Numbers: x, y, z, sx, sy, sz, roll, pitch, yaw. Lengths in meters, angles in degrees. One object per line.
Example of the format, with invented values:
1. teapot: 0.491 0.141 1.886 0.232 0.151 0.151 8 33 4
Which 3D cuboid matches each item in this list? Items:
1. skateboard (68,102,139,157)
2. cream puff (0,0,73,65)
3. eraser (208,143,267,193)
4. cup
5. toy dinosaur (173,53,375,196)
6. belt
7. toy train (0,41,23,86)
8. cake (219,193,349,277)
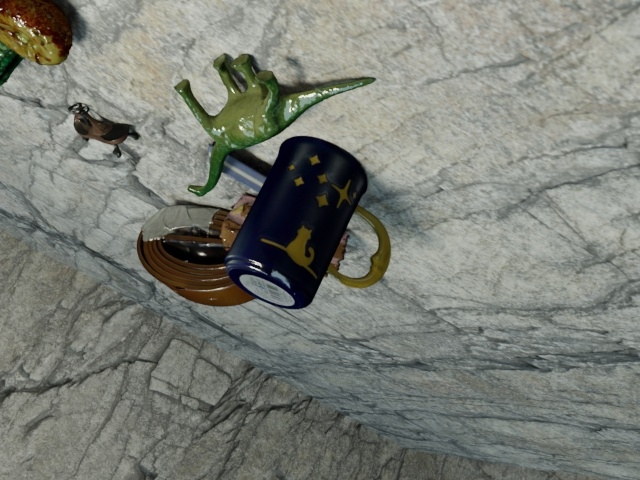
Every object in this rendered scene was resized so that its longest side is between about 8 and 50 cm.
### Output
1. skateboard: -0.461 -0.236 1.336 0.151 0.067 0.080 20 148 21
2. cream puff: -0.470 -0.354 1.049 0.149 0.084 0.149 24 161 8
3. eraser: -0.125 -0.115 1.246 0.225 0.036 0.082 30 -179 -12
4. cup: -0.005 -0.011 1.099 0.254 0.256 0.178 20 157 10
5. toy dinosaur: -0.098 -0.157 1.051 0.446 0.087 0.301 6 142 27
6. belt: -0.274 0.032 1.524 0.338 0.217 0.122 10 159 23
7. toy train: -0.673 -0.380 1.162 0.154 0.115 0.269 10 153 43
8. cake: -0.084 -0.012 1.356 0.295 0.116 0.113 16 156 21
